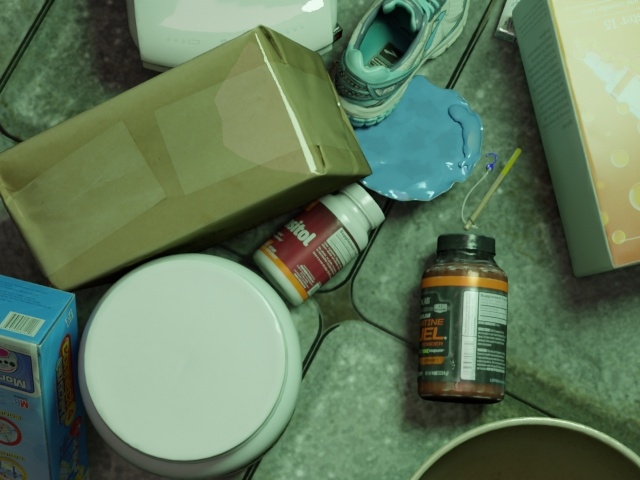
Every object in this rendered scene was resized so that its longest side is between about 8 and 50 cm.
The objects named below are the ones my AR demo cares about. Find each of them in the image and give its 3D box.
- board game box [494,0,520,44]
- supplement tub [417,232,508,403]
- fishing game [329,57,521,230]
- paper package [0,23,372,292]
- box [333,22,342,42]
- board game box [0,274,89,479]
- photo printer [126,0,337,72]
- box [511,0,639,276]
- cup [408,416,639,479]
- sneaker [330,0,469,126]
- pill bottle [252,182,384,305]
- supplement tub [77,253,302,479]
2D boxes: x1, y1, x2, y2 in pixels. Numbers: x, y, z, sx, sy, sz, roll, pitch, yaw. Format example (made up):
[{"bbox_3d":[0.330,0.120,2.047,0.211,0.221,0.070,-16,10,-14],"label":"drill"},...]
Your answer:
[{"bbox_3d":[0.295,-0.315,1.715,0.103,0.026,0.154,20,80,2],"label":"board game box"},{"bbox_3d":[0.170,0.093,1.602,0.106,0.106,0.198,3,79,-1],"label":"supplement tub"},{"bbox_3d":[0.106,-0.124,1.656,0.264,0.041,0.189,26,62,11],"label":"fishing game"},{"bbox_3d":[-0.139,-0.084,1.492,0.325,0.309,0.168,-25,88,12],"label":"paper package"},{"bbox_3d":[-0.079,-0.308,1.699,0.114,0.036,0.207,-38,83,-8],"label":"box"},{"bbox_3d":[-0.411,0.160,1.458,0.308,0.302,0.086,14,40,12],"label":"board game box"},{"bbox_3d":[-0.113,-0.349,1.631,0.256,0.107,0.307,-5,80,-3],"label":"photo printer"},{"bbox_3d":[0.382,-0.150,1.601,0.215,0.168,0.345,-13,87,-5],"label":"box"},{"bbox_3d":[0.218,0.365,1.489,0.331,0.237,0.331,0,80,-2],"label":"cup"},{"bbox_3d":[0.112,-0.268,1.639,0.110,0.122,0.283,28,66,5],"label":"sneaker"},{"bbox_3d":[0.000,0.000,1.623,0.152,0.086,0.086,-41,84,-8],"label":"pill bottle"},{"bbox_3d":[-0.137,0.142,1.473,0.235,0.325,0.235,0,80,-1],"label":"supplement tub"}]
